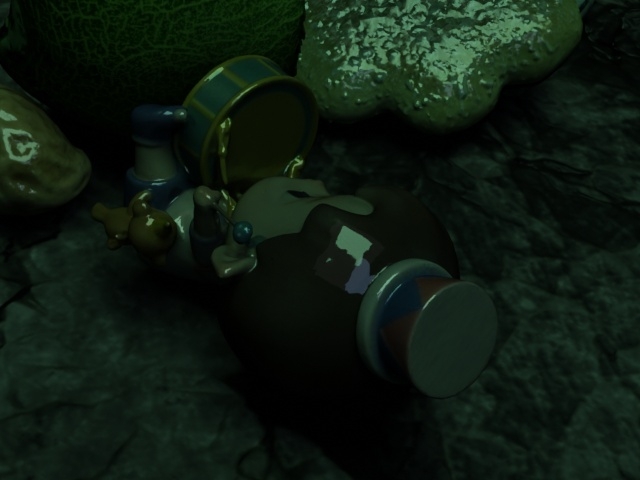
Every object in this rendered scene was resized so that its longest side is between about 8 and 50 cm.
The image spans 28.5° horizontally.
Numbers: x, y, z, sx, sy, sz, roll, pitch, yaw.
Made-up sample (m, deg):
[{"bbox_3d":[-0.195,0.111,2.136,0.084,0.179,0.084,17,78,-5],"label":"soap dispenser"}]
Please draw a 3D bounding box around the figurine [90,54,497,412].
[{"bbox_3d":[-0.005,0.008,0.769,0.275,0.158,0.161,40,13,30],"label":"figurine"}]

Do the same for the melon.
[{"bbox_3d":[-0.120,-0.131,0.856,0.169,0.265,0.129,-21,77,-28],"label":"melon"}]

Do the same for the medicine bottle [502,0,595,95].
[{"bbox_3d":[0.195,-0.190,1.079,0.051,0.051,0.191,25,46,16],"label":"medicine bottle"}]

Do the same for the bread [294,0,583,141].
[{"bbox_3d":[0.053,-0.177,0.991,0.286,0.056,0.207,24,68,17],"label":"bread"}]

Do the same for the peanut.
[{"bbox_3d":[-0.269,-0.069,0.860,0.228,0.085,0.104,8,47,-5],"label":"peanut"}]
